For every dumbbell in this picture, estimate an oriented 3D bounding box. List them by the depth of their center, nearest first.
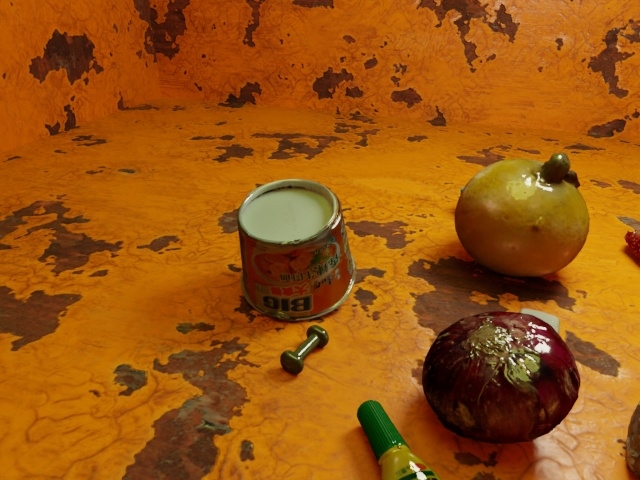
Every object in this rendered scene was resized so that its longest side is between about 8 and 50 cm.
[{"bbox_3d":[-0.030,0.216,0.956,0.052,0.046,0.118,22,33,25],"label":"dumbbell"}]

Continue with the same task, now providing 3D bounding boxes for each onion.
[{"bbox_3d":[0.294,0.230,0.801,0.247,0.190,0.246,-18,16,5],"label":"onion"}]

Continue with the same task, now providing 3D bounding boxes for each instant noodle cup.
[{"bbox_3d":[-0.061,0.005,1.101,0.297,0.213,0.296,-3,42,3],"label":"instant noodle cup"}]

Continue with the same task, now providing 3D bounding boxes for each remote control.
[{"bbox_3d":[0.456,0.208,1.013,0.088,0.029,0.190,14,30,21],"label":"remote control"}]

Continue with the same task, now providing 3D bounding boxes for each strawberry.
[{"bbox_3d":[0.934,0.042,1.318,0.167,0.086,0.208,25,5,3],"label":"strawberry"}]

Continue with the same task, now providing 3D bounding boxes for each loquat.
[{"bbox_3d":[0.522,-0.073,1.223,0.329,0.359,0.328,8,48,-9],"label":"loquat"}]

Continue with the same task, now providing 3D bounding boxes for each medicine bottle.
[{"bbox_3d":[0.122,0.344,0.705,0.095,0.064,0.260,-8,29,-17],"label":"medicine bottle"}]

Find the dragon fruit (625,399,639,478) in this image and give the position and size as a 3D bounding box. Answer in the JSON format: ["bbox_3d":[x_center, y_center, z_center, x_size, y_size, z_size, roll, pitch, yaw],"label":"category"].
[{"bbox_3d":[0.632,0.276,0.703,0.283,0.221,0.204,14,36,26],"label":"dragon fruit"}]

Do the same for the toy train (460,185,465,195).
[{"bbox_3d":[0.556,-0.122,1.555,0.163,0.112,0.203,-28,38,-35],"label":"toy train"}]
